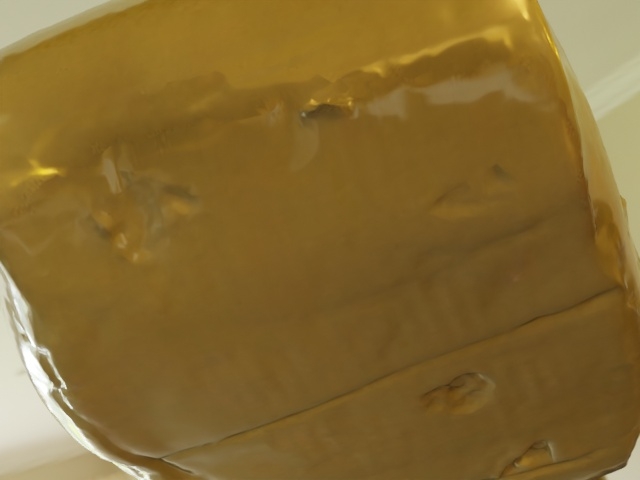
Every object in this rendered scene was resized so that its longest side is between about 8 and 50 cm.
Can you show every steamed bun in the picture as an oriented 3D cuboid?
[{"bbox_3d":[0.000,0.000,0.783,0.371,0.290,0.456,-17,-42,6],"label":"steamed bun"}]
